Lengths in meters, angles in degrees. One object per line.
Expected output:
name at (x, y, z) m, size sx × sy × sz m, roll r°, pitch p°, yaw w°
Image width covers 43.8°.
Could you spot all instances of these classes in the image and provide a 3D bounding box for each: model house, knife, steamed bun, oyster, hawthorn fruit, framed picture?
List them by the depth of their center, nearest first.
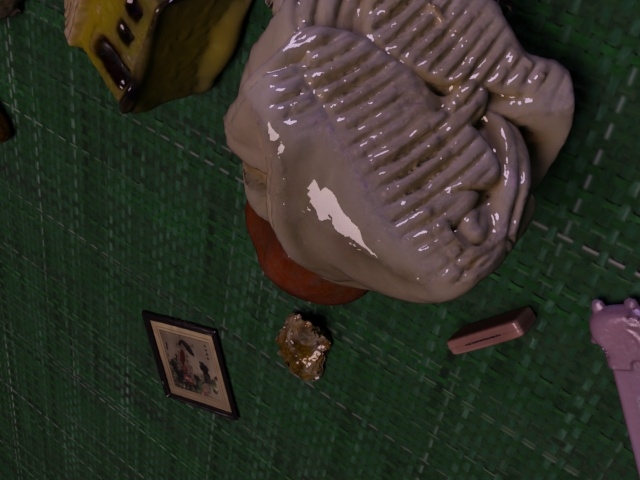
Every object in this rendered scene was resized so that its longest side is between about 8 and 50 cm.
steamed bun at (0.067, -0.119, 0.827) m, size 0.237 × 0.346 × 0.394 m, roll 146°, pitch 121°, yaw -67°
knife at (0.401, 0.245, 0.924) m, size 0.132 × 0.038 × 0.399 m, roll -8°, pitch 108°, yaw 40°
hawthorn fruit at (0.000, 0.000, 1.027) m, size 0.199 × 0.199 × 0.251 m, roll 34°, pitch 152°, yaw 20°
model house at (-0.232, -0.321, 1.045) m, size 0.234 × 0.175 × 0.193 m, roll 53°, pitch 138°, yaw 16°
oyster at (-0.026, 0.168, 1.243) m, size 0.146 × 0.045 × 0.122 m, roll -15°, pitch 119°, yaw 45°
framed picture at (-0.241, 0.231, 1.476) m, size 0.199 × 0.010 × 0.195 m, roll 8°, pitch 120°, yaw 36°

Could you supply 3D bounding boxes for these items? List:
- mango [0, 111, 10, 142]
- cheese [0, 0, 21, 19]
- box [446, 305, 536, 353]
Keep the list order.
mango at (-0.653, -0.244, 1.487) m, size 0.105 × 0.084 × 0.159 m, roll -19°, pitch 102°, yaw 51°
cheese at (-0.576, -0.482, 1.253) m, size 0.326 × 0.115 × 0.318 m, roll 32°, pitch 131°, yaw 24°
box at (0.213, 0.114, 0.995) m, size 0.115 × 0.048 × 0.025 m, roll -26°, pitch 92°, yaw 45°
